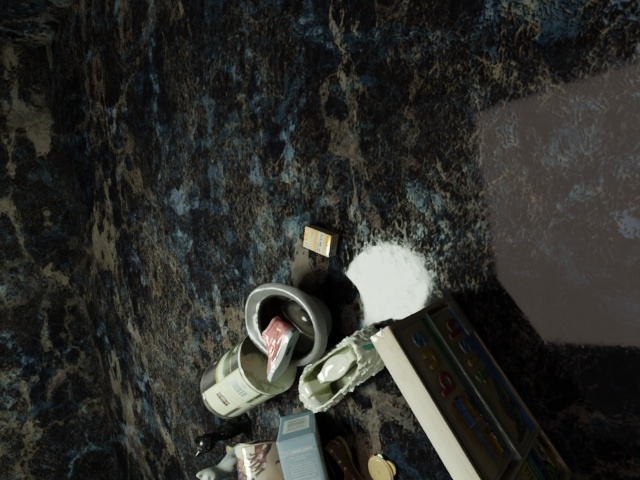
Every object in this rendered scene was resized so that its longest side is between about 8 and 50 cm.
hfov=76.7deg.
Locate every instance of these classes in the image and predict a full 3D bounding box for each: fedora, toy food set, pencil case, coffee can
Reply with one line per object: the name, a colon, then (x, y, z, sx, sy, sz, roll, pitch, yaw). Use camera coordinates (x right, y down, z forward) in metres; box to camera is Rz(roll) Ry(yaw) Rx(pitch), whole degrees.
fedora: (-0.075, 0.229, 1.167, 0.275, 0.124, 0.243, 3, 101, 34)
toy food set: (0.163, 0.617, 1.087, 0.083, 0.020, 0.083, 20, 110, 39)
pencil case: (-0.145, 0.821, 1.218, 0.160, 0.183, 0.410, -35, 54, 27)
coffee can: (-0.232, 0.430, 1.290, 0.275, 0.201, 0.201, -41, 70, 38)

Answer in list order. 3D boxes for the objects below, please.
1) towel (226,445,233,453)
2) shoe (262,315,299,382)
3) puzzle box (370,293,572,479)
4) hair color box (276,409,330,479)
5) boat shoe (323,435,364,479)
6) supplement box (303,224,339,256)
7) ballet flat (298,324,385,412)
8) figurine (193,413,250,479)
towel: (-0.345, 0.854, 1.591, 0.060, 0.009, 0.083, -13, 89, 42)
shoe: (-0.122, 0.294, 1.100, 0.081, 0.063, 0.178, 32, 111, 27)
puzzle box: (0.287, 0.311, 0.756, 0.052, 0.272, 0.409, -45, 68, 37)
hair color box: (-0.026, 0.709, 1.150, 0.114, 0.185, 0.374, -14, 87, -2)
boat shoe: (0.070, 0.672, 1.146, 0.073, 0.073, 0.207, -40, 72, 35)
supplement box: (0.000, 0.000, 1.121, 0.098, 0.036, 0.062, 21, 111, 38)
ballet flat: (0.024, 0.361, 1.096, 0.147, 0.147, 0.409, 54, 128, 21)
figurine: (-0.354, 0.756, 1.447, 0.092, 0.209, 0.214, 4, 100, 42)
